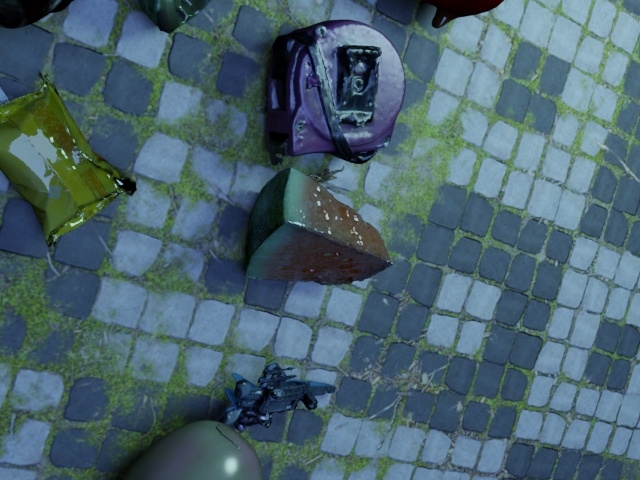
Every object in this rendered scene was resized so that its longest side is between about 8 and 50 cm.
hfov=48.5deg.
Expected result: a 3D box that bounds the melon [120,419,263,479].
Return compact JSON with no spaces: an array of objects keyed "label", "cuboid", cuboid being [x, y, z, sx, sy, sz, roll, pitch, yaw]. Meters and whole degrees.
[{"label":"melon","cuboid":[-0.228,0.446,1.154,0.223,0.223,0.317,44,79,-27]}]

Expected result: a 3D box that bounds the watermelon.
[{"label":"watermelon","cuboid":[0.000,0.000,1.242,0.257,0.193,0.139,19,59,-25]}]

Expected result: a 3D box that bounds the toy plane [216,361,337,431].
[{"label":"toy plane","cuboid":[-0.065,0.285,1.293,0.247,0.078,0.169,9,122,-32]}]

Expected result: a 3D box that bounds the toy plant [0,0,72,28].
[{"label":"toy plant","cuboid":[-0.398,-0.410,0.954,0.218,0.175,0.235,45,50,-33]}]

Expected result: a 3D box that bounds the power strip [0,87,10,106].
[{"label":"power strip","cuboid":[-0.478,-0.224,1.018,0.027,0.017,0.083,-37,114,-18]}]

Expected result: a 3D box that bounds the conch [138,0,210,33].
[{"label":"conch","cuboid":[-0.204,-0.425,1.069,0.188,0.122,0.175,-34,133,-16]}]

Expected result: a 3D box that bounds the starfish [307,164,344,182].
[{"label":"starfish","cuboid":[0.002,-0.113,1.276,0.092,0.086,0.016,-27,73,12]}]

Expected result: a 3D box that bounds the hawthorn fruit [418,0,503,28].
[{"label":"hawthorn fruit","cuboid":[0.242,-0.542,1.197,0.295,0.295,0.311,-43,118,-15]}]

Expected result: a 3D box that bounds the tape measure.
[{"label":"tape measure","cuboid":[0.028,-0.246,1.204,0.232,0.149,0.245,-8,103,-25]}]

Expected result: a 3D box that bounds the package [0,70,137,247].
[{"label":"package","cuboid":[-0.394,-0.116,1.041,0.168,0.090,0.226,-40,117,-19]}]
